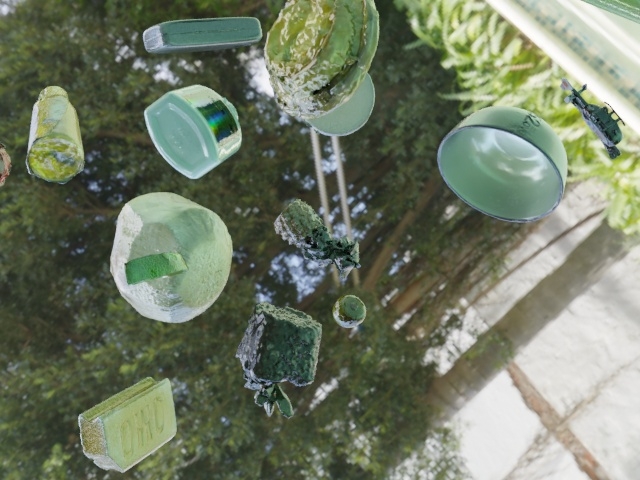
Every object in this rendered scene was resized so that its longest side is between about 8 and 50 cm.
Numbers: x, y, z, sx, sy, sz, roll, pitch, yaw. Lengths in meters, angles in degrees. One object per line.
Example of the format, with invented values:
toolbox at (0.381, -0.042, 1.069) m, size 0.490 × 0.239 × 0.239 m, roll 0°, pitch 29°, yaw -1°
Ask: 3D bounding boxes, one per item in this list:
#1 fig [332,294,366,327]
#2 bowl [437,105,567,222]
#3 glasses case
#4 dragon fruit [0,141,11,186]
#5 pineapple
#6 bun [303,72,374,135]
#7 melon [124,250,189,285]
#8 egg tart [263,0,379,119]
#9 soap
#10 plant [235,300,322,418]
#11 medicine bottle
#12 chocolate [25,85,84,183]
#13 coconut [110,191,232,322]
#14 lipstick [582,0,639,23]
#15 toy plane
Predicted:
fig at (0.061, 0.164, 1.708) m, size 0.074 × 0.088 × 0.074 m, roll 11°, pitch -121°, yaw -18°
bowl at (0.517, -0.235, 2.064) m, size 0.354 × 0.354 × 0.185 m, roll 40°, pitch -119°, yaw -9°
glasses case at (-0.318, -0.562, 2.073) m, size 0.323 × 0.074 × 0.131 m, roll -16°, pitch -168°, yaw -36°
dragon fruit at (-0.832, -0.191, 1.782) m, size 0.172 × 0.160 × 0.166 m, roll 8°, pitch 160°, yaw 27°
pineapple at (0.000, 0.000, 1.866) m, size 0.237 × 0.119 × 0.111 m, roll 40°, pitch -161°, yaw 11°
bun at (0.051, -0.481, 2.539) m, size 0.263 × 0.263 × 0.175 m, roll 41°, pitch -170°, yaw -8°
melon at (-0.408, 0.068, 1.923) m, size 0.209 × 0.118 × 0.064 m, roll 7°, pitch -118°, yaw -80°
egg tart at (-0.013, -0.350, 1.331) m, size 0.095 × 0.279 × 0.279 m, roll 15°, pitch -148°, yaw -46°
soap at (-0.398, 0.388, 1.583) m, size 0.232 × 0.073 × 0.140 m, roll -23°, pitch -73°, yaw -65°
plant at (-0.131, 0.349, 2.157) m, size 0.213 × 0.312 × 0.215 m, roll 17°, pitch -171°, yaw -25°
medicine bottle at (-0.179, -0.171, 1.138) m, size 0.121 × 0.083 × 0.229 m, roll 54°, pitch -167°, yaw -9°
chocolate at (-0.818, -0.351, 2.304) m, size 0.162 × 0.162 × 0.445 m, roll 30°, pitch -160°, yaw -36°
coconut at (-0.475, 0.052, 2.325) m, size 0.344 × 0.415 × 0.415 m, roll 29°, pitch -159°, yaw -49°
lipstick at (0.720, -0.589, 1.839) m, size 0.304 × 0.076 × 0.076 m, roll 28°, pitch -167°, yaw 15°
toy plane at (0.555, -0.257, 1.546) m, size 0.197 × 0.053 × 0.078 m, roll 53°, pitch 179°, yaw 10°
